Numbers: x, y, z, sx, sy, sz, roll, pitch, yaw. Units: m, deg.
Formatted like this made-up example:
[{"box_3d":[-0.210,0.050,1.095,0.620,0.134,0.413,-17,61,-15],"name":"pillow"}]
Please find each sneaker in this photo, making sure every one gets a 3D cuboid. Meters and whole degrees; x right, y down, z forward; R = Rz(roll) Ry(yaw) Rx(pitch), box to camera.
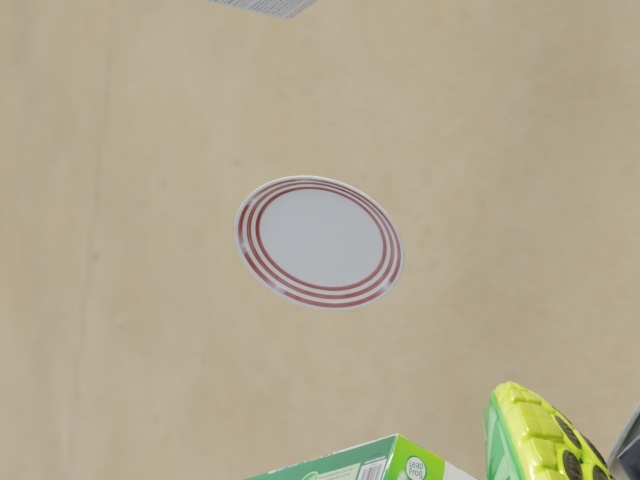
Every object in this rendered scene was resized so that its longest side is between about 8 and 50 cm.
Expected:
[{"box_3d":[0.137,0.214,1.325,0.123,0.109,0.295,-36,35,26],"name":"sneaker"}]

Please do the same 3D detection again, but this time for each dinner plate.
[{"box_3d":[0.000,0.000,1.578,0.017,0.141,0.141,-72,9,-47],"name":"dinner plate"}]

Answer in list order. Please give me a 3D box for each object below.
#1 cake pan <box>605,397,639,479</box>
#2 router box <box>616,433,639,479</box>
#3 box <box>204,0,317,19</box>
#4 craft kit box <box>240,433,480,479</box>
[{"box_3d":[0.342,0.102,1.651,0.054,0.293,0.293,35,127,17],"name":"cake pan"},{"box_3d":[0.327,0.191,0.985,0.309,0.243,0.081,58,135,22],"name":"router box"},{"box_3d":[-0.048,-0.270,1.807,0.126,0.137,0.072,-29,62,45],"name":"box"},{"box_3d":[0.074,0.251,1.582,0.250,0.247,0.061,-23,40,50],"name":"craft kit box"}]
